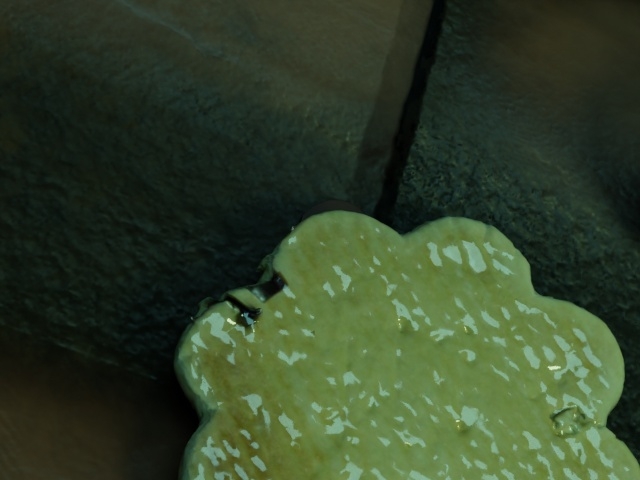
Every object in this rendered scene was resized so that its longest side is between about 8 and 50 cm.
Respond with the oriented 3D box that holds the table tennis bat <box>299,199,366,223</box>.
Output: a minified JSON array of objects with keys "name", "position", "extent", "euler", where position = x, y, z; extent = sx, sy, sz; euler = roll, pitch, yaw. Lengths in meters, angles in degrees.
[{"name":"table tennis bat","position":[0.000,0.000,0.990],"extent":[0.083,0.007,0.050],"euler":[-24,74,-30]}]

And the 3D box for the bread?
[{"name":"bread","position":[0.058,0.116,0.919],"extent":[0.316,0.054,0.316],"euler":[8,61,-14]}]
